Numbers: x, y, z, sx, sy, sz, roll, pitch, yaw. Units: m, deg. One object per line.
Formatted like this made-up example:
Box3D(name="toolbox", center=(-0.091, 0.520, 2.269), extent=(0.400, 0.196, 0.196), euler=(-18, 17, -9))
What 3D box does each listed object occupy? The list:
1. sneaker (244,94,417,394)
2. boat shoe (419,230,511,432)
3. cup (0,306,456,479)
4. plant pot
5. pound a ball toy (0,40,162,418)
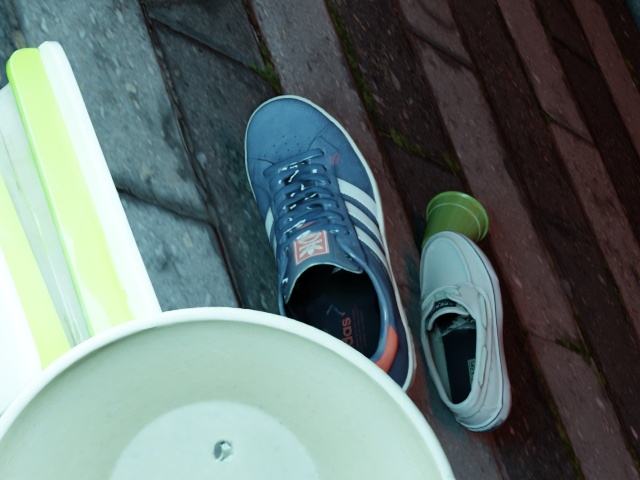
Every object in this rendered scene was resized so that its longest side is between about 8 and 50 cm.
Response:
Box3D(name="sneaker", center=(0.000, 0.000, 1.804), extent=(0.350, 0.131, 0.148), euler=(68, 13, 17))
Box3D(name="boat shoe", center=(0.157, 0.095, 2.095), extent=(0.088, 0.096, 0.267), euler=(39, 39, -50))
Box3D(name="cup", center=(-0.073, 0.206, 1.252), extent=(0.331, 0.331, 0.237), euler=(60, -2, -2))
Box3D(name="plant pot", center=(0.162, -0.006, 2.250), extent=(0.083, 0.083, 0.079), euler=(53, 37, -18))
Box3D(name="pound a ball toy", center=(-0.272, -0.019, 1.320), extent=(0.208, 0.136, 0.319), euler=(-10, 71, -40))
